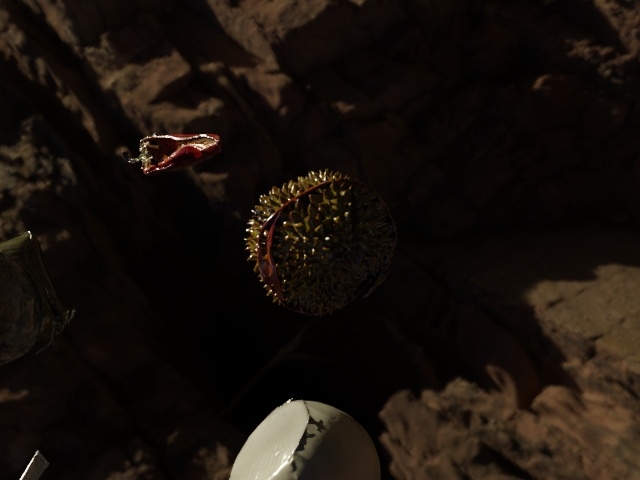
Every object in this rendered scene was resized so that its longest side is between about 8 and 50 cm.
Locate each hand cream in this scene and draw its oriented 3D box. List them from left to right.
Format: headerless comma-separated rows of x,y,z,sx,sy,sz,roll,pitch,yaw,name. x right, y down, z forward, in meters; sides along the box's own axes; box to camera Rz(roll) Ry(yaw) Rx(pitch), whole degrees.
-0.673,0.569,1.882,0.038,0.216,0.052,29,143,-1,hand cream

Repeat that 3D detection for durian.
0.005,-0.003,1.891,0.348,0.347,0.384,54,173,3,durian

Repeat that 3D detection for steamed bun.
-0.004,0.486,1.675,0.309,0.309,0.309,50,165,18,steamed bun

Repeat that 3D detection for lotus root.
-0.472,0.089,1.191,0.175,0.175,0.349,55,160,0,lotus root

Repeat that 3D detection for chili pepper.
-0.211,-0.129,1.238,0.268,0.050,0.059,-4,85,47,chili pepper

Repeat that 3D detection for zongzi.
-0.588,0.105,1.512,0.248,0.241,0.111,51,142,38,zongzi
